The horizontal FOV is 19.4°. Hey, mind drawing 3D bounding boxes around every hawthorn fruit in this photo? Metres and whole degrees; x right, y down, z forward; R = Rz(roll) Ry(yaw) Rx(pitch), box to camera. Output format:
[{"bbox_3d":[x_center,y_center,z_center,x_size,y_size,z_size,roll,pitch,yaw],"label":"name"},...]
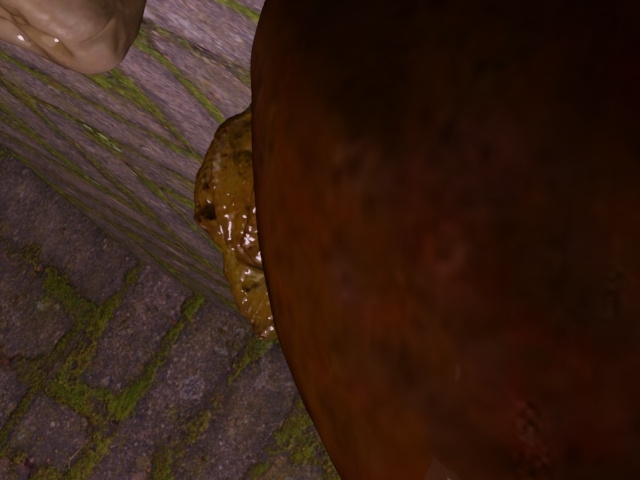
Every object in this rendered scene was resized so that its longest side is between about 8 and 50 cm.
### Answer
[{"bbox_3d":[0.116,-0.016,0.683,0.325,0.308,0.308,40,173,11],"label":"hawthorn fruit"}]

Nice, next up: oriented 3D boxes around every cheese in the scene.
[{"bbox_3d":[-0.223,-0.222,1.354,0.235,0.117,0.218,36,170,-11],"label":"cheese"}]

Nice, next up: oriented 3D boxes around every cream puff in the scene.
[{"bbox_3d":[0.008,-0.012,1.525,0.244,0.196,0.244,19,-170,-4],"label":"cream puff"}]
